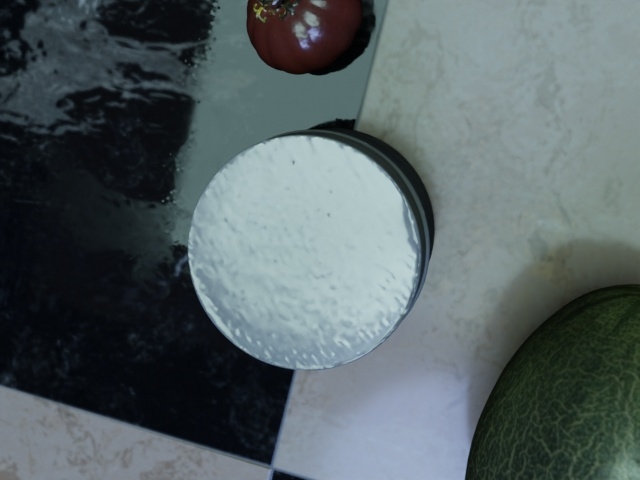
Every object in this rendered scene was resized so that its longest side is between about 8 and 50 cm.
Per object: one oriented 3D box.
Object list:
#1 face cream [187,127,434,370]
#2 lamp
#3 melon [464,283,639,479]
[{"bbox_3d":[0.000,0.000,0.751,0.177,0.153,0.177,1,98,10],"label":"face cream"},{"bbox_3d":[-0.014,-0.182,0.754,0.101,0.090,0.101,-15,62,30],"label":"lamp"},{"bbox_3d":[0.226,0.184,0.700,0.237,0.237,0.302,9,98,8],"label":"melon"}]
